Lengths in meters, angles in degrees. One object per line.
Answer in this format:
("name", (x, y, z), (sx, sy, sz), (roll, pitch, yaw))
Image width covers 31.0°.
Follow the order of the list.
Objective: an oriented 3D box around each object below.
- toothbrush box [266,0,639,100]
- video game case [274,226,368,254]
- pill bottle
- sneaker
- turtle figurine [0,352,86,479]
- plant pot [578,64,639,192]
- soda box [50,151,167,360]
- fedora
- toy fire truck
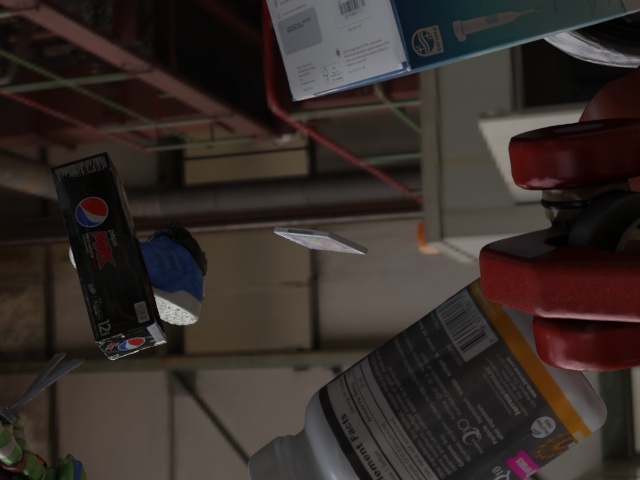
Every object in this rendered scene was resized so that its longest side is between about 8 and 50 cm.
("toothbrush box", (0.130, -0.225, 1.024), (0.295, 0.216, 0.126), (-17, -83, -25))
("video game case", (0.000, 0.000, 1.747), (0.087, 0.122, 0.011), (24, -102, -42))
("pill bottle", (0.087, 0.162, 0.984), (0.162, 0.278, 0.162), (53, -173, -9))
("sneaker", (-0.168, 0.012, 1.101), (0.152, 0.058, 0.085), (33, -128, -33))
("turtle figurine", (-0.451, 0.253, 1.539), (0.198, 0.266, 0.275), (-133, 43, -62))
("plant pot", (0.406, -0.051, 1.256), (0.265, 0.272, 0.272), (-100, -6, -53))
("soda box", (-0.182, 0.013, 0.995), (0.060, 0.053, 0.169), (80, 171, -68))
("fedora", (0.347, -0.310, 1.337), (0.124, 0.243, 0.275), (-60, 16, -8))
("toy fire truck", (0.276, -0.002, 0.775), (0.254, 0.302, 0.169), (-168, 68, -68))
